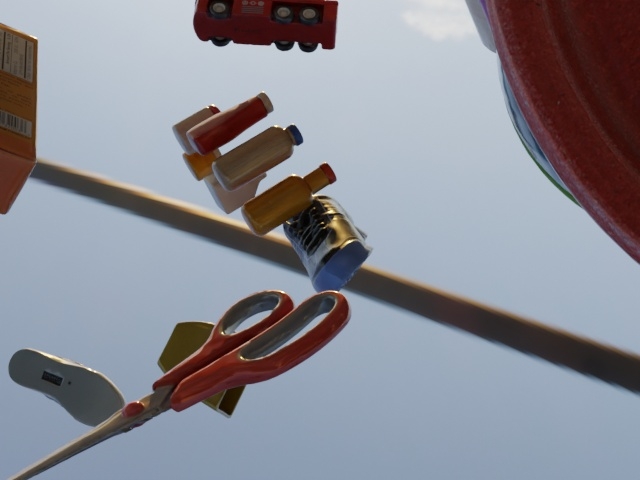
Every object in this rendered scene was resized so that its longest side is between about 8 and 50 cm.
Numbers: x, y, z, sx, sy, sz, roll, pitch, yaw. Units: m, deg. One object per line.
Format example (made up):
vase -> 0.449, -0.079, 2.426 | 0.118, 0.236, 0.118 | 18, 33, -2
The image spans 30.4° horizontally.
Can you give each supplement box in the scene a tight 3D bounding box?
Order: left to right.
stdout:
supplement box -> -0.335, -0.133, 1.202 | 0.080, 0.078, 0.233 | 22, -149, -25

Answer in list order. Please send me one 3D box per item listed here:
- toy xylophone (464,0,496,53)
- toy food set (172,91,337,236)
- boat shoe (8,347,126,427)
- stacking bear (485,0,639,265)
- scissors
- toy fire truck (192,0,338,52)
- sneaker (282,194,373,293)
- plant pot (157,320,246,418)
toy xylophone -> 0.233, -0.302, 1.154 | 0.081, 0.322, 0.236 | 15, 159, 38
toy food set -> -0.081, -0.098, 1.302 | 0.104, 0.111, 0.232 | -32, -154, -11
boat shoe -> -0.305, 0.187, 1.503 | 0.183, 0.065, 0.083 | 23, 177, 26
stacking bear -> 0.156, -0.064, 0.474 | 0.164, 0.175, 0.289 | 46, -176, 15
scissors -> -0.105, 0.109, 0.789 | 0.297, 0.021, 0.109 | -33, -152, -32
toy fire truck -> -0.025, -0.252, 1.170 | 0.192, 0.047, 0.135 | 4, -123, 1
sneaker -> 0.000, 0.000, 1.285 | 0.090, 0.081, 0.232 | 41, -174, -5
plant pot -> -0.117, 0.124, 1.204 | 0.083, 0.081, 0.081 | 25, 169, 12
